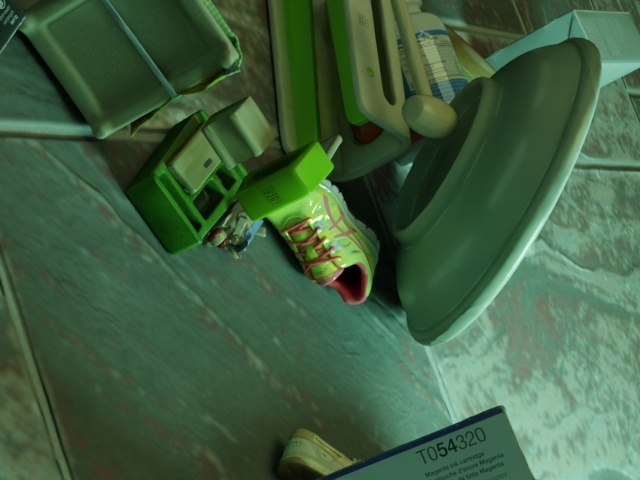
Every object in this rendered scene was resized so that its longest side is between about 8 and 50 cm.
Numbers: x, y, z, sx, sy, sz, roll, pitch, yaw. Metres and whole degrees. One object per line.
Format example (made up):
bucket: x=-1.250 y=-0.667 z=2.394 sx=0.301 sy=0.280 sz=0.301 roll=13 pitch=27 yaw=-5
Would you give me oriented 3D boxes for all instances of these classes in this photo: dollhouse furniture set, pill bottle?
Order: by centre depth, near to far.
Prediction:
dollhouse furniture set: x=-0.132 y=-0.167 z=1.739 sx=0.301 sy=0.197 sz=0.151 roll=56 pitch=32 yaw=-15
pill bottle: x=0.117 y=-0.217 z=2.243 sx=0.124 sy=0.124 sz=0.222 roll=-4 pitch=70 yaw=-58

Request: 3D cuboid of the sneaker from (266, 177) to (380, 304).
sneaker: x=0.000 y=0.000 z=1.937 sx=0.208 sy=0.081 sz=0.094 roll=37 pitch=41 yaw=-39

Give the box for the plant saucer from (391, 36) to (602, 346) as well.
plant saucer: x=0.176 y=-0.075 z=2.009 sx=0.100 sy=0.400 sz=0.400 roll=29 pitch=39 yaw=-10

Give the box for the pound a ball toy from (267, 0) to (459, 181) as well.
pound a ball toy: x=0.064 y=-0.212 z=2.070 sx=0.135 sy=0.208 sz=0.319 roll=29 pitch=44 yaw=-45

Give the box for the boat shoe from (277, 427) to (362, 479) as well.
boat shoe: x=0.026 y=0.250 z=1.804 sx=0.170 sy=0.063 sz=0.059 roll=41 pitch=43 yaw=-33

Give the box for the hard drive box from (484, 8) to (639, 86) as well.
hard drive box: x=0.366 y=-0.266 z=2.613 sx=0.232 sy=0.181 sz=0.089 roll=-10 pitch=75 yaw=-60

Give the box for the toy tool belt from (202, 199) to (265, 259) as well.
toy tool belt: x=-0.085 y=-0.007 z=1.837 sx=0.051 sy=0.052 sz=0.083 roll=47 pitch=34 yaw=-12

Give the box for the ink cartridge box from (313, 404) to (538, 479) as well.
ink cartridge box: x=0.112 y=0.349 z=1.600 sx=0.071 sy=0.324 sz=0.330 roll=-11 pitch=78 yaw=-60

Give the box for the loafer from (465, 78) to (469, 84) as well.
loafer: x=0.226 y=-0.137 z=2.395 sx=0.223 sy=0.078 sz=0.076 roll=49 pitch=34 yaw=-25

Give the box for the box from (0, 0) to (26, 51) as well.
box: x=-0.374 y=-0.149 z=1.405 sx=0.163 sy=0.142 sz=0.247 roll=51 pitch=33 yaw=-23

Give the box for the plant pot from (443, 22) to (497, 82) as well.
plant pot: x=0.219 y=-0.223 z=2.380 sx=0.236 sy=0.032 sz=0.236 roll=44 pitch=5 yaw=-5
